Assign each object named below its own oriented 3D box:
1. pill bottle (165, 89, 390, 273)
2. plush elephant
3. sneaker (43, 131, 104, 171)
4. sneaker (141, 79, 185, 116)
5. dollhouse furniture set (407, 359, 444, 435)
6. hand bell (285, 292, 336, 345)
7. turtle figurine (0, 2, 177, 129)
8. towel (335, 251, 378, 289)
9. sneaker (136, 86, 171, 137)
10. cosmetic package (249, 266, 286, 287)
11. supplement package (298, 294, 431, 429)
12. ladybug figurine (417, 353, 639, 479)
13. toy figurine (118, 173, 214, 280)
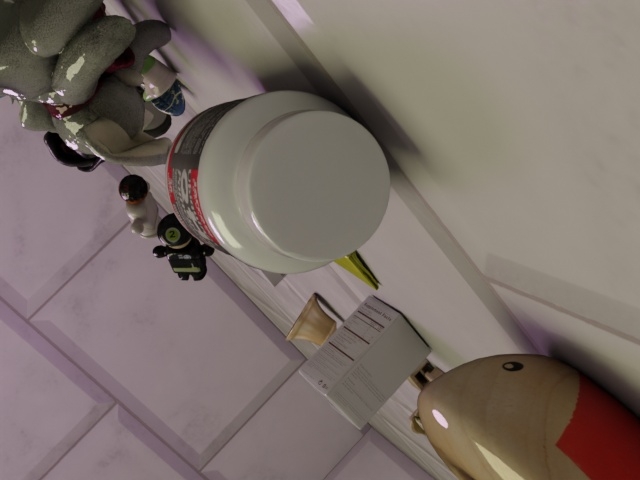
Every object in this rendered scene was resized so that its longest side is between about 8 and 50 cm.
[{"bbox_3d":[-0.048,-0.060,0.917,0.176,0.176,0.318,47,170,-16],"label":"pill bottle"},{"bbox_3d":[-0.283,-0.211,1.079,0.271,0.330,0.255,29,-179,35],"label":"plush elephant"},{"bbox_3d":[-0.487,-0.252,1.863,0.185,0.202,0.483,48,170,-16],"label":"sneaker"},{"bbox_3d":[-0.244,-0.234,1.413,0.135,0.052,0.058,47,-177,31],"label":"sneaker"},{"bbox_3d":[0.221,0.311,1.597,0.161,0.101,0.182,51,169,-33],"label":"dollhouse furniture set"},{"bbox_3d":[0.054,0.235,2.070,0.242,0.126,0.126,31,170,1],"label":"hand bell"},{"bbox_3d":[-0.362,-0.260,1.290,0.266,0.274,0.198,42,-163,-27],"label":"turtle figurine"},{"bbox_3d":[0.000,0.000,1.459,0.237,0.021,0.102,34,171,45],"label":"towel"},{"bbox_3d":[-0.358,-0.280,1.533,0.271,0.100,0.108,47,165,-14],"label":"sneaker"},{"bbox_3d":[-0.160,0.007,2.030,0.099,0.060,0.239,38,169,38],"label":"cosmetic package"},{"bbox_3d":[0.074,0.200,1.504,0.105,0.179,0.105,50,169,-29],"label":"supplement package"},{"bbox_3d":[0.300,0.284,0.964,0.449,0.162,0.305,46,170,-3],"label":"ladybug figurine"},{"bbox_3d":[-0.216,-0.065,1.518,0.209,0.213,0.148,43,160,30],"label":"toy figurine"}]
